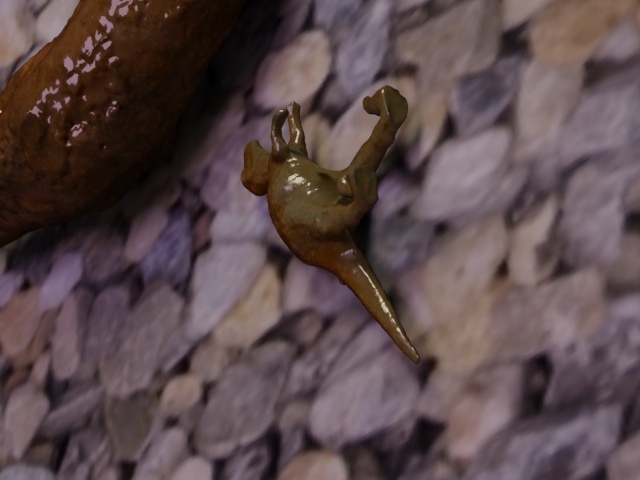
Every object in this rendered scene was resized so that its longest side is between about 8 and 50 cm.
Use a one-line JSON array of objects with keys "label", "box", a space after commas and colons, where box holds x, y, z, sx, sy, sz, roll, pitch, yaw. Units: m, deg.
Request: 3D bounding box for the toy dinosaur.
[{"label": "toy dinosaur", "box": [0.000, 0.000, 0.921, 0.126, 0.039, 0.162, -34, 56, 52]}]

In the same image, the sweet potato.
[{"label": "sweet potato", "box": [-0.120, -0.078, 1.056, 0.341, 0.092, 0.114, -47, 21, 29]}]
